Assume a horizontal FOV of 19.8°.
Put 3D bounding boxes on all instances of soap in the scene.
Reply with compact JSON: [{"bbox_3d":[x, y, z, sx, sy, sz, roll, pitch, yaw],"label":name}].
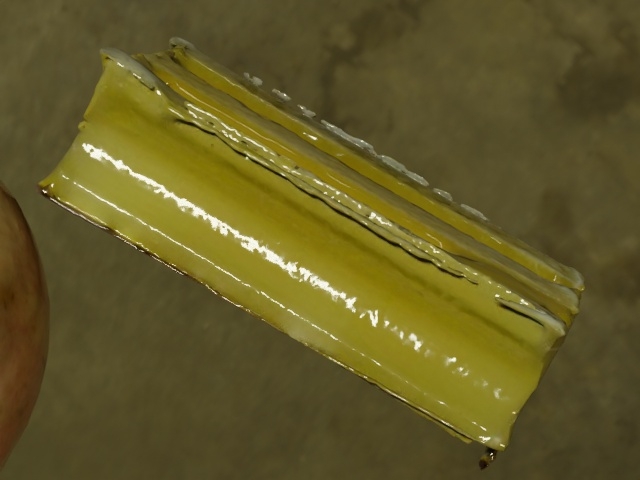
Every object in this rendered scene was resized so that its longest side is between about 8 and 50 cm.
[{"bbox_3d":[0.001,-0.002,0.814,0.233,0.135,0.076,32,103,5],"label":"soap"}]

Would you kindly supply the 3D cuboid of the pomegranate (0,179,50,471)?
[{"bbox_3d":[-0.194,0.038,0.669,0.191,0.191,0.191,7,65,-15],"label":"pomegranate"}]
